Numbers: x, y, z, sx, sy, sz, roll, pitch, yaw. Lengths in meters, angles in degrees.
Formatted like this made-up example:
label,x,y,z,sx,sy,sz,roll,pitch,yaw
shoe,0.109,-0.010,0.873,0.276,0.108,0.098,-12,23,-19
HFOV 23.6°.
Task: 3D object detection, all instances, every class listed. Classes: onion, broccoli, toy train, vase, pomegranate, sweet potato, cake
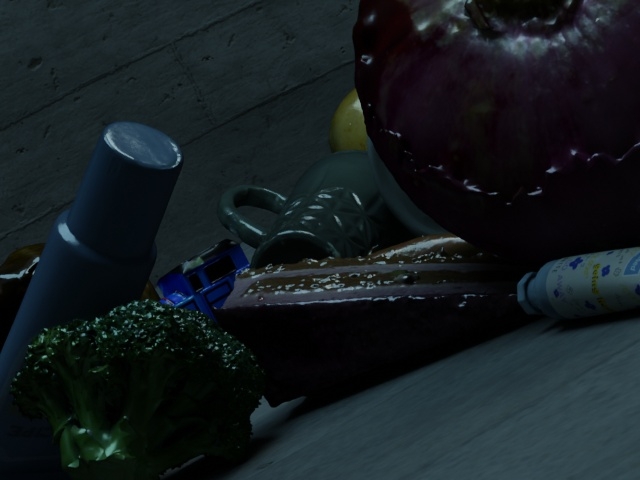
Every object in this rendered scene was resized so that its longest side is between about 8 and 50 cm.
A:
label,x,y,z,sx,sy,sz,roll,pitch,yaw
onion,0.215,-0.139,1.184,0.358,0.345,0.358,-30,38,27
broccoli,-0.140,0.122,1.197,0.195,0.195,0.156,-22,27,47
toy train,-0.152,0.098,1.647,0.204,0.131,0.083,-30,6,-30
vase,0.000,0.000,1.646,0.251,0.156,0.301,17,18,8
pomegranate,0.126,-0.153,2.328,0.233,0.233,0.233,-27,5,2
sweet potato,0.030,0.055,1.464,0.314,0.072,0.066,-25,-3,2
cake,0.061,0.065,1.233,0.295,0.113,0.116,-10,13,25

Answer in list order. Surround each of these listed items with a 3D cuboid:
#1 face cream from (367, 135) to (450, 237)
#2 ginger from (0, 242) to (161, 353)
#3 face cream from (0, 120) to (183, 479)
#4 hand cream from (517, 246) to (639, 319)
label,x,y,z,sx,sy,sz,roll,pitch,yaw
face cream,0.178,-0.107,1.614,0.187,0.201,0.201,-31,6,-40
ginger,-0.287,0.127,1.772,0.223,0.269,0.200,12,14,-3
face cream,-0.210,0.077,1.287,0.135,0.086,0.385,2,-54,-36
hand cream,0.197,0.028,1.023,0.065,0.043,0.171,-37,14,-32
